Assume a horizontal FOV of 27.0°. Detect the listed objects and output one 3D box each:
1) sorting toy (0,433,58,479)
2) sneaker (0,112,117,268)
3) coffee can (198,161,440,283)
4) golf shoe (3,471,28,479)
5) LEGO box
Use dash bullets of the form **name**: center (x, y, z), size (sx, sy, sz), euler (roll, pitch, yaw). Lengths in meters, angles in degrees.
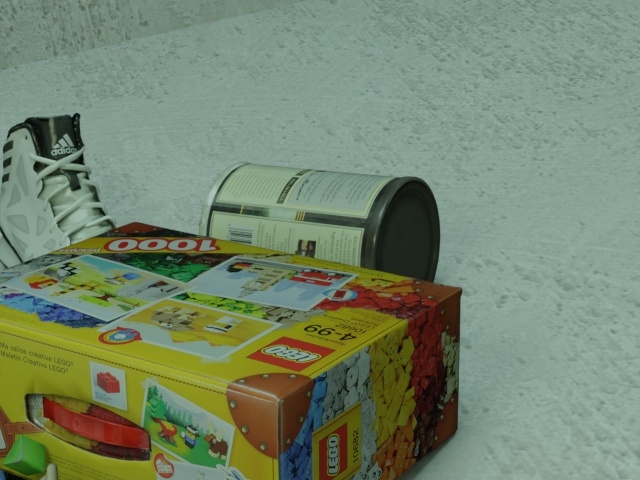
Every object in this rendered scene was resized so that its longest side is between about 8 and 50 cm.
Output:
- **sorting toy**: center (-0.326, 0.336, 1.317), size (0.196, 0.047, 0.347), euler (-44, 34, 19)
- **sneaker**: center (-0.382, -0.043, 1.966), size (0.169, 0.257, 0.447), euler (-15, 26, -29)
- **coffee can**: center (0.000, 0.000, 1.841), size (0.275, 0.201, 0.201), euler (7, 31, 29)
- **golf shoe**: center (-0.384, 0.267, 1.593), size (0.186, 0.067, 0.086), euler (-4, 27, 11)
- **LEGO box**: center (-0.143, 0.148, 1.530), size (0.500, 0.193, 0.372), euler (11, 21, 32)
